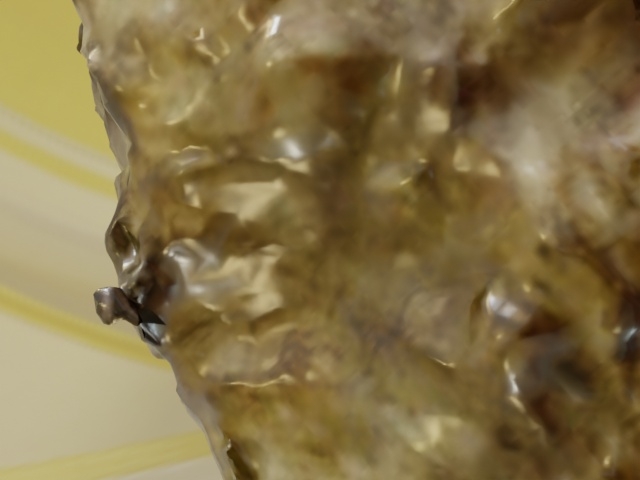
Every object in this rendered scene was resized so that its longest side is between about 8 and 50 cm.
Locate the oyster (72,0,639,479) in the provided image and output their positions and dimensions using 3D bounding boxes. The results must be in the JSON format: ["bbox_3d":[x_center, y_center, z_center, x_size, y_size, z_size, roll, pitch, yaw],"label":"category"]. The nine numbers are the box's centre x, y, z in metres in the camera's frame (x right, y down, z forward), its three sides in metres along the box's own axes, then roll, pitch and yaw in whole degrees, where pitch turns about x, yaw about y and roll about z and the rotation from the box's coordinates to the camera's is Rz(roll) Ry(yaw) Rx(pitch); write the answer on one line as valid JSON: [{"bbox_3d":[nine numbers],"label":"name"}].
[{"bbox_3d":[0.022,0.007,0.499,0.111,0.204,0.396,-19,-89,-47],"label":"oyster"}]
